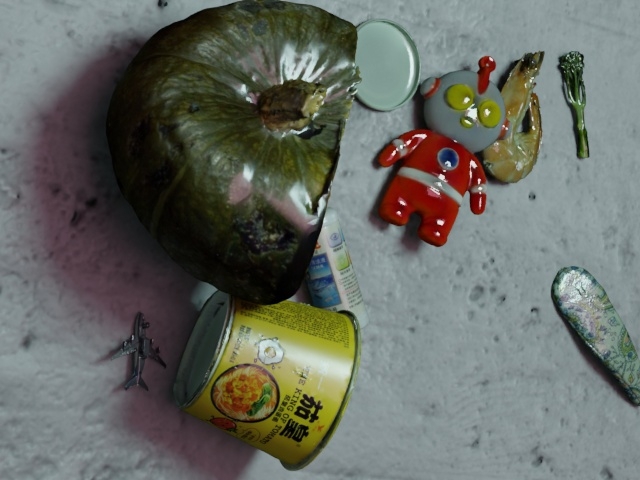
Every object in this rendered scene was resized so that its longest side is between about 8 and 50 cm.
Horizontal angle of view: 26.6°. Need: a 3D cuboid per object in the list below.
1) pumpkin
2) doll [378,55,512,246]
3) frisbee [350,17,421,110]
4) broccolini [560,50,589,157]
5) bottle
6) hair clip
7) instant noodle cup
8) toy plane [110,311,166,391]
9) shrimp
[{"bbox_3d":[-0.092,-0.113,1.347,0.232,0.242,0.324,17,56,-16],"label":"pumpkin"},{"bbox_3d":[0.156,-0.116,1.614,0.142,0.076,0.245,29,78,-11],"label":"doll"},{"bbox_3d":[0.073,-0.208,1.599,0.110,0.014,0.110,0,89,-33],"label":"frisbee"},{"bbox_3d":[0.337,-0.177,1.760,0.035,0.030,0.139,-33,115,-65],"label":"broccolini"},{"bbox_3d":[0.000,0.000,1.524,0.060,0.060,0.217,-21,101,-30],"label":"bottle"},{"bbox_3d":[0.375,0.130,1.767,0.066,0.036,0.229,-41,110,-19],"label":"hair clip"},{"bbox_3d":[-0.063,0.134,1.424,0.144,0.182,0.182,23,77,-19],"label":"instant noodle cup"},{"bbox_3d":[-0.190,0.117,1.425,0.078,0.024,0.084,16,80,-49],"label":"toy plane"},{"bbox_3d":[0.252,-0.156,1.693,0.099,0.041,0.180,25,76,-30],"label":"shrimp"}]
